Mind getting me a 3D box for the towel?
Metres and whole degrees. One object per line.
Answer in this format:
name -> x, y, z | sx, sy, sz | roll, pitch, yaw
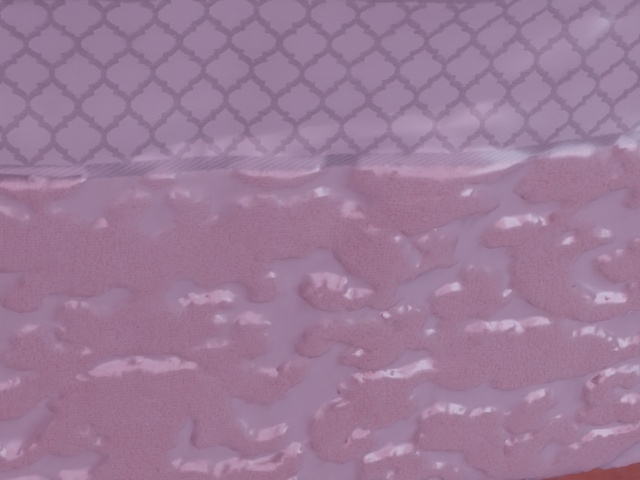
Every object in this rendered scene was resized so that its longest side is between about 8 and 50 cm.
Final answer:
towel -> 0.000, 0.000, 0.663 | 0.331, 0.053, 0.317 | -4, 137, -12
